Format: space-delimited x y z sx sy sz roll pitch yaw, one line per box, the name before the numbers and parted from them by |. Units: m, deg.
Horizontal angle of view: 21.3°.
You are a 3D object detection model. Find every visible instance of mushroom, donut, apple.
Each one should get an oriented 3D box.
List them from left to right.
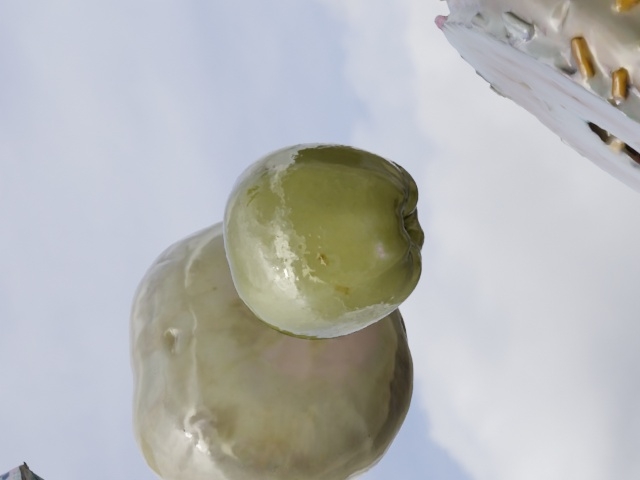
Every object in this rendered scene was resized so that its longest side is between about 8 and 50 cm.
mushroom | -0.087 0.155 1.980 0.325 0.353 0.353 -20 -93 -56
apple | 0.000 0.000 1.576 0.200 0.200 0.200 50 -153 -37
donut | 0.266 -0.115 1.252 0.382 0.142 0.382 35 -179 -1

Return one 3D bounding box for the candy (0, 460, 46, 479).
candy | -0.338 0.337 2.026 0.160 0.092 0.073 42 -158 -42
